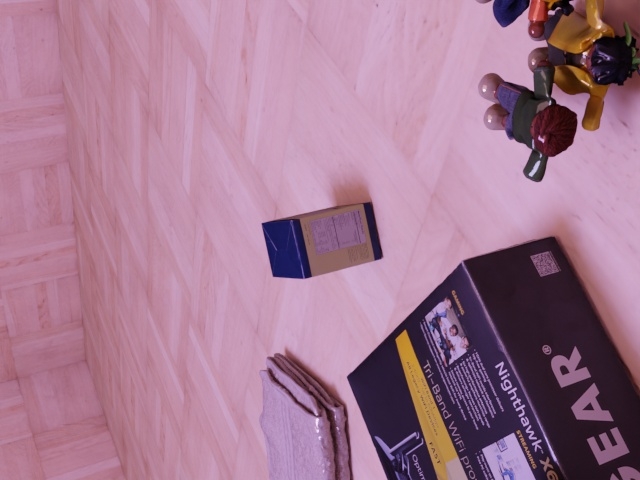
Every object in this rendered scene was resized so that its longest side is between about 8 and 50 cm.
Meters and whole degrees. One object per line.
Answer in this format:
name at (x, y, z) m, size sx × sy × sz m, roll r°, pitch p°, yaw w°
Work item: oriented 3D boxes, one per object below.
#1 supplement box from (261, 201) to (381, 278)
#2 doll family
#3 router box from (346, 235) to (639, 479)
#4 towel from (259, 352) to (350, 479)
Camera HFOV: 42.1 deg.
supplement box at (0.000, 0.000, 0.797) m, size 0.083 × 0.083 × 0.056 m, roll -1°, pitch 102°, yaw 66°
doll family at (0.131, -0.130, 0.441) m, size 0.111 × 0.076 × 0.193 m, roll -112°, pitch 11°, yaw -71°
router box at (0.142, 0.188, 0.583) m, size 0.309 × 0.081 × 0.243 m, roll 68°, pitch 155°, yaw 19°
towel at (-0.017, 0.296, 1.042) m, size 0.187 × 0.049 × 0.282 m, roll 26°, pitch 126°, yaw 61°
